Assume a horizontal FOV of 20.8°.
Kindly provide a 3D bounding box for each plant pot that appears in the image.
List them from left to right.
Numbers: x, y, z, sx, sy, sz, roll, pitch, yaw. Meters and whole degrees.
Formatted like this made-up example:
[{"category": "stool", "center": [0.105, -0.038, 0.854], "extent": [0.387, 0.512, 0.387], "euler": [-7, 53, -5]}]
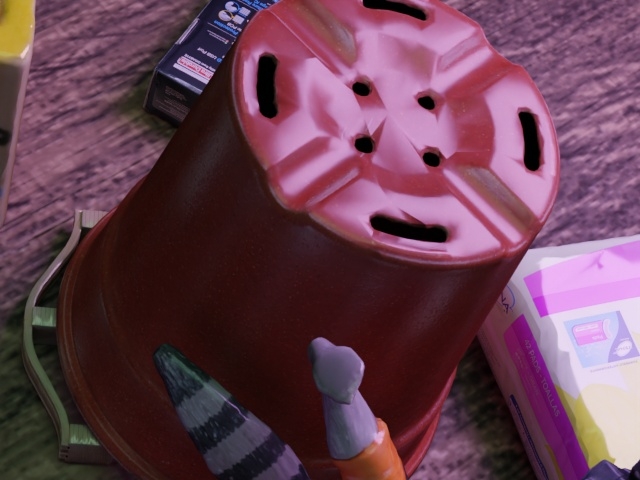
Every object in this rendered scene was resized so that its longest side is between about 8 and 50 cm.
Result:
[{"category": "plant pot", "center": [0.000, 0.000, 1.068], "extent": [0.272, 0.265, 0.272], "euler": [11, 54, -16]}]

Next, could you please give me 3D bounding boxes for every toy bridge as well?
[{"category": "toy bridge", "center": [-0.164, 0.057, 1.150], "extent": [0.063, 0.026, 0.188], "euler": [5, 55, -11]}]

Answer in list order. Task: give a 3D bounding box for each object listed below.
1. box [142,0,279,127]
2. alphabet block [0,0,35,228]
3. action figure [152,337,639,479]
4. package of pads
[{"category": "box", "center": [0.007, -0.114, 1.300], "extent": [0.220, 0.051, 0.175], "euler": [29, 54, 5]}, {"category": "alphabet block", "center": [-0.287, -0.139, 1.145], "extent": [0.192, 0.197, 0.193], "euler": [3, 56, -13]}, {"category": "action figure", "center": [0.062, 0.162, 0.991], "extent": [0.341, 0.330, 0.178], "euler": [-45, 37, 3]}, {"category": "package of pads", "center": [0.278, 0.104, 1.194], "extent": [0.297, 0.101, 0.229], "euler": [-9, 59, -20]}]
